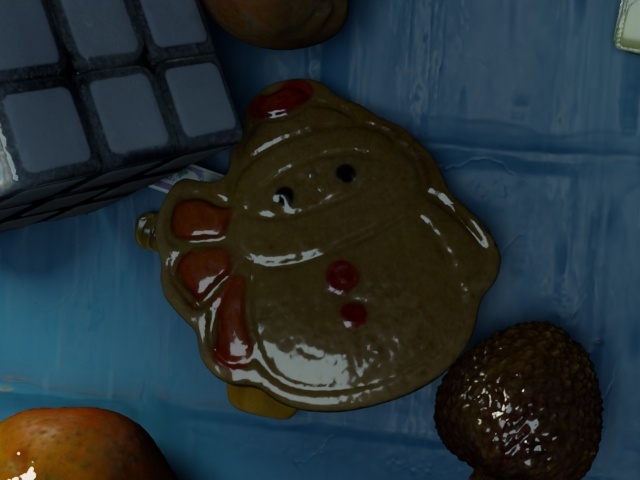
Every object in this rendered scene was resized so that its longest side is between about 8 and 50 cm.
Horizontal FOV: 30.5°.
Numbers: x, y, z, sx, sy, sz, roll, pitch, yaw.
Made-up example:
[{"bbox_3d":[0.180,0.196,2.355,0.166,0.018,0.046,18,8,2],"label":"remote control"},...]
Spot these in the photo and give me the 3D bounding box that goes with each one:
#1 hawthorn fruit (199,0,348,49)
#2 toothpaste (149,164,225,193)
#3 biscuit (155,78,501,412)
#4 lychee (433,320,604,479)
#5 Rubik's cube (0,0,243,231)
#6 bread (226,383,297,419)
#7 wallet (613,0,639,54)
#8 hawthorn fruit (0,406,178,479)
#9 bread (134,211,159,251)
[{"bbox_3d":[-0.071,-0.320,1.276,0.251,0.199,0.199,25,102,24],"label":"hawthorn fruit"},{"bbox_3d":[-0.136,-0.064,1.385,0.196,0.040,0.047,19,99,11],"label":"toothpaste"},{"bbox_3d":[0.000,0.000,1.284,0.359,0.074,0.381,-18,76,-5],"label":"biscuit"},{"bbox_3d":[0.214,0.186,1.260,0.194,0.194,0.194,2,97,14],"label":"lychee"},{"bbox_3d":[-0.314,-0.181,1.230,0.301,0.303,0.305,-20,90,43],"label":"Rubik's cube"},{"bbox_3d":[-0.043,0.091,1.363,0.092,0.074,0.239,19,100,16],"label":"bread"},{"bbox_3d":[0.394,-0.239,1.234,0.155,0.039,0.110,13,98,13],"label":"wallet"},{"bbox_3d":[-0.299,0.331,1.337,0.277,0.298,0.277,0,100,1],"label":"hawthorn fruit"},{"bbox_3d":[-0.182,-0.005,1.406,0.088,0.033,0.049,14,105,11],"label":"bread"}]
